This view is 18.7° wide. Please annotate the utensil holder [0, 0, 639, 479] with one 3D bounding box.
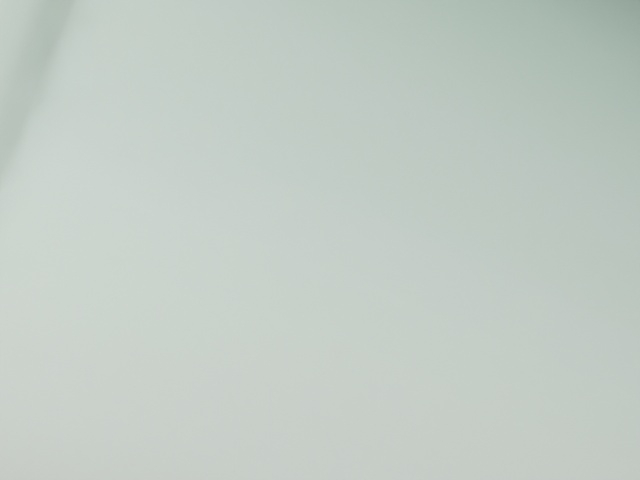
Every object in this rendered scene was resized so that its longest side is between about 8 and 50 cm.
[{"bbox_3d":[0.000,0.000,0.714,0.385,0.327,0.327,22,145,-21],"label":"utensil holder"}]
